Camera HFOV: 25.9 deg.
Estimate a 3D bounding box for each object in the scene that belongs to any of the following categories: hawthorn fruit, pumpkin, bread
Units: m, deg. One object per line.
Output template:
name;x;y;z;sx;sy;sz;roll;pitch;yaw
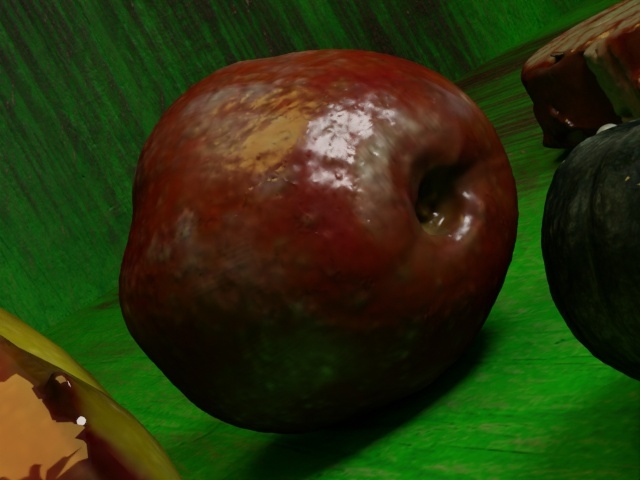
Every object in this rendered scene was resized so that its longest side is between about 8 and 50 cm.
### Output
hawthorn fruit;0.000;0.000;0.954;0.284;0.284;0.284;-29;8;4
pumpkin;0.204;-0.016;0.630;0.211;0.152;0.211;-20;14;5
bread;0.361;-0.201;1.407;0.295;0.114;0.327;-33;7;-22

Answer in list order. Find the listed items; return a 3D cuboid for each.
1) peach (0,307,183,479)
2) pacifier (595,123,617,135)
peach;-0.113;0.124;0.450;0.338;0.281;0.281;-28;6;41
pacifier;0.245;-0.065;1.133;0.083;0.064;0.068;-25;26;30
